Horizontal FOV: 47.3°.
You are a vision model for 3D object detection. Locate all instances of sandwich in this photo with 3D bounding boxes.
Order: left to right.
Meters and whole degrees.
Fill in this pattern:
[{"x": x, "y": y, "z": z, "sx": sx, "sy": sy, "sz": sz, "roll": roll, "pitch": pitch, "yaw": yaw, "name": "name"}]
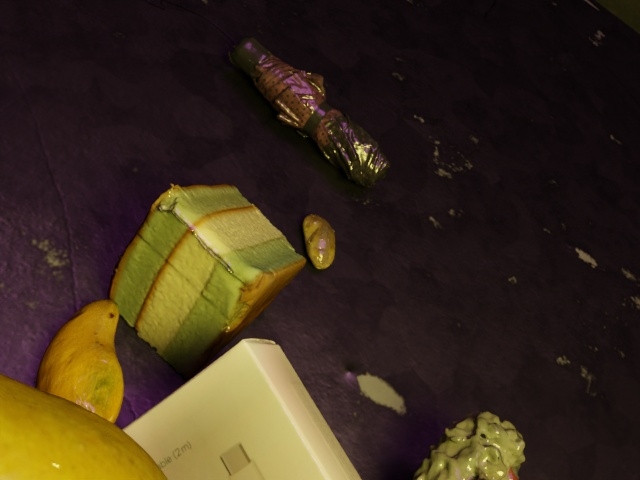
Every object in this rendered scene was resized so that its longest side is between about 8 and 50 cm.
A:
[{"x": -0.114, "y": 0.014, "z": 0.872, "sx": 0.155, "sy": 0.227, "sz": 0.198, "roll": 43, "pitch": 46, "yaw": 4, "name": "sandwich"}]

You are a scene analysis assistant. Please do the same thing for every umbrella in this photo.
[{"x": -0.020, "y": -0.209, "z": 1.193, "sx": 0.326, "sy": 0.094, "sz": 0.090, "roll": 42, "pitch": 46, "yaw": 5, "name": "umbrella"}]

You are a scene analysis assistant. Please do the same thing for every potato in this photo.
[{"x": 0.000, "y": 0.000, "z": 1.080, "sx": 0.046, "sy": 0.045, "sz": 0.092, "roll": -14, "pitch": 56, "yaw": 3, "name": "potato"}]

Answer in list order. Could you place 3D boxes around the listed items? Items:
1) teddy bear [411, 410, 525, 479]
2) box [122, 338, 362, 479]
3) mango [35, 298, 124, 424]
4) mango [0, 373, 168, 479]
[{"x": 0.214, "y": 0.411, "z": 0.754, "sx": 0.367, "sy": 0.224, "sz": 0.357, "roll": 59, "pitch": 0, "yaw": -13, "name": "teddy bear"}, {"x": -0.073, "y": 0.256, "z": 0.722, "sx": 0.252, "sy": 0.203, "sz": 0.106, "roll": 57, "pitch": 10, "yaw": 19, "name": "box"}, {"x": -0.257, "y": 0.144, "z": 0.783, "sx": 0.098, "sy": 0.075, "sz": 0.190, "roll": -19, "pitch": 46, "yaw": 7, "name": "mango"}, {"x": -0.272, "y": 0.233, "z": 0.547, "sx": 0.301, "sy": 0.220, "sz": 0.445, "roll": -41, "pitch": 110, "yaw": -29, "name": "mango"}]
